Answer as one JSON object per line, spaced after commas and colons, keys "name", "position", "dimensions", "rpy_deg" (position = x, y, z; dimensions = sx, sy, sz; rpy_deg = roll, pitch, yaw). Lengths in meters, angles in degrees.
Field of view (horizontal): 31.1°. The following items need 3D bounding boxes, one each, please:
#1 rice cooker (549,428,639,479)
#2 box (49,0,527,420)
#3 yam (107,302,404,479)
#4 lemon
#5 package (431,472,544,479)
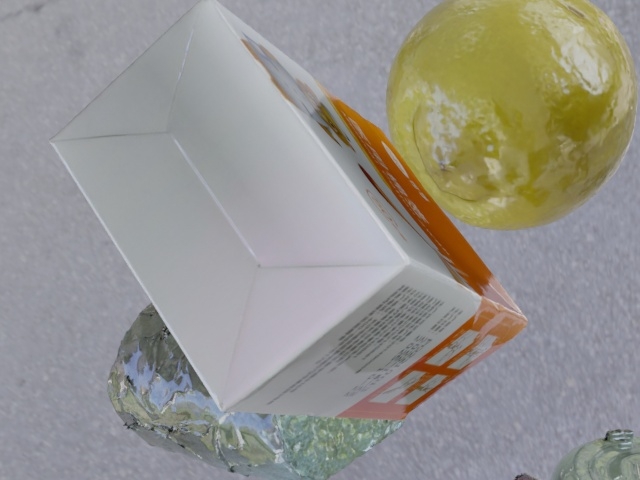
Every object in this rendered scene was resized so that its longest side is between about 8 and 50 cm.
{"name": "rice cooker", "position": [0.322, 0.334, 1.157], "dimensions": [0.226, 0.226, 0.244], "rpy_deg": [20, 110, 27]}
{"name": "box", "position": [0.000, 0.000, 0.821], "dimensions": [0.143, 0.341, 0.225], "rpy_deg": [-40, 69, 12]}
{"name": "yam", "position": [-0.082, 0.141, 1.248], "dimensions": [0.271, 0.201, 0.202], "rpy_deg": [-4, 15, 40]}
{"name": "lemon", "position": [0.253, -0.180, 1.507], "dimensions": [0.348, 0.348, 0.348], "rpy_deg": [-8, 59, 14]}
{"name": "package", "position": [0.252, 0.315, 1.367], "dimensions": [0.166, 0.232, 0.040], "rpy_deg": [21, 99, 50]}
